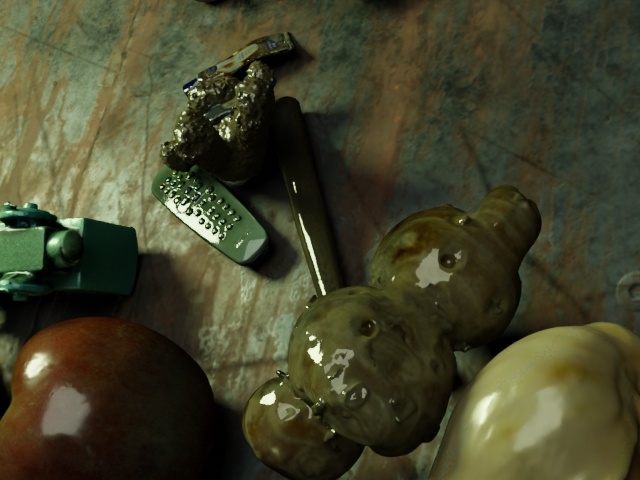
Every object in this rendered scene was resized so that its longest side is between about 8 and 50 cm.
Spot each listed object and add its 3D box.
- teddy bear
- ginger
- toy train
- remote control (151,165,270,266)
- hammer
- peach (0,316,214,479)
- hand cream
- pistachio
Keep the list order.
[{"bbox_3d":[-0.121,-0.138,1.498,0.181,0.129,0.251,-26,19,1],"label":"teddy bear"},{"bbox_3d":[0.080,0.087,1.189,0.176,0.256,0.375,43,76,-2],"label":"ginger"},{"bbox_3d":[-0.397,0.023,1.523,0.298,0.194,0.120,-2,82,29],"label":"toy train"},{"bbox_3d":[-0.140,-0.037,1.517,0.072,0.042,0.222,-47,52,-5],"label":"remote control"},{"bbox_3d":[0.000,0.000,1.429,0.168,0.044,0.440,-22,55,12],"label":"hammer"},{"bbox_3d":[-0.237,0.208,1.313,0.252,0.252,0.253,-12,58,20],"label":"peach"},{"bbox_3d":[-0.112,-0.238,1.619,0.163,0.039,0.062,-30,28,7],"label":"hand cream"},{"bbox_3d":[0.210,0.223,1.093,0.321,0.229,0.238,-61,21,-7],"label":"pistachio"}]
